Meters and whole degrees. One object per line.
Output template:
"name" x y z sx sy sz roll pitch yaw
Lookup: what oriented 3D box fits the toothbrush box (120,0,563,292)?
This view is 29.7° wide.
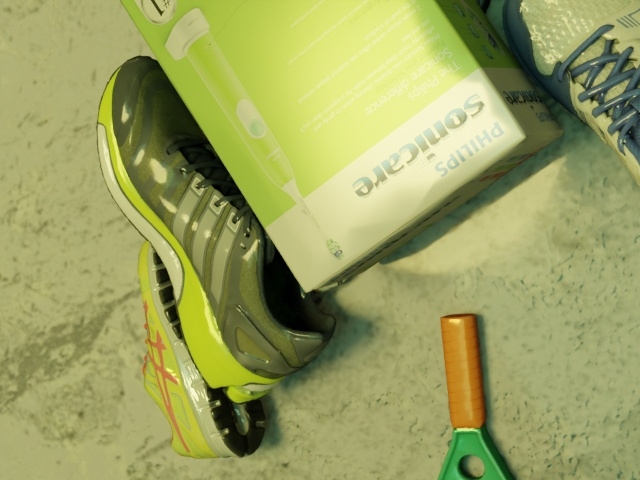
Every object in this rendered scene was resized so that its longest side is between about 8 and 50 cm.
"toothbrush box" 0.012 -0.137 0.915 0.206 0.122 0.283 -37 80 24

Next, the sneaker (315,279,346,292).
"sneaker" 0.000 0.000 1.014 0.037 0.032 0.083 -18 94 8

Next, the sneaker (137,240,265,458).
"sneaker" -0.125 0.096 1.046 0.094 0.081 0.208 -24 78 38

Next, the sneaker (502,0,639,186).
"sneaker" 0.243 -0.095 0.851 0.296 0.131 0.112 43 111 14

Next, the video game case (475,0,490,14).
"video game case" 0.036 -0.306 0.967 0.274 0.026 0.196 25 104 18

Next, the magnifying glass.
"magnifying glass" 0.123 0.175 0.983 0.092 0.026 0.231 -4 93 22

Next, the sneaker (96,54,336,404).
"sneaker" -0.077 -0.020 0.989 0.121 0.111 0.300 -25 93 37
